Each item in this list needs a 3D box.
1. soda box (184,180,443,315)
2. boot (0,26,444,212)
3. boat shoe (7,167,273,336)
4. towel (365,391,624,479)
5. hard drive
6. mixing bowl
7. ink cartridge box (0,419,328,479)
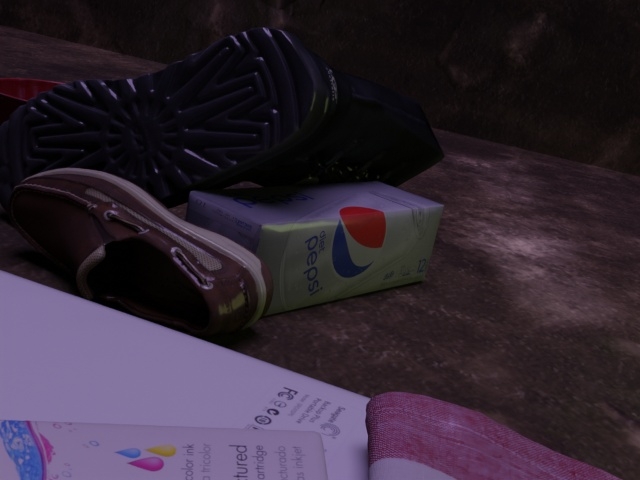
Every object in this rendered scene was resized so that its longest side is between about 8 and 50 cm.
[{"bbox_3d":[0.000,0.000,0.850,0.098,0.091,0.286,25,20,36],"label":"soda box"},{"bbox_3d":[-0.086,-0.098,0.983,0.367,0.146,0.445,-11,-1,21],"label":"boot"},{"bbox_3d":[-0.168,0.007,0.705,0.257,0.095,0.095,19,23,21],"label":"boat shoe"},{"bbox_3d":[0.131,0.181,0.330,0.237,0.037,0.329,20,19,-5],"label":"towel"},{"bbox_3d":[-0.110,0.109,0.474,0.353,0.047,0.233,17,17,15],"label":"hard drive"},{"bbox_3d":[-0.322,-0.134,1.061,0.181,0.098,0.181,11,17,-3],"label":"mixing bowl"},{"bbox_3d":[-0.111,0.129,0.268,0.231,0.078,0.134,4,33,-10],"label":"ink cartridge box"}]
